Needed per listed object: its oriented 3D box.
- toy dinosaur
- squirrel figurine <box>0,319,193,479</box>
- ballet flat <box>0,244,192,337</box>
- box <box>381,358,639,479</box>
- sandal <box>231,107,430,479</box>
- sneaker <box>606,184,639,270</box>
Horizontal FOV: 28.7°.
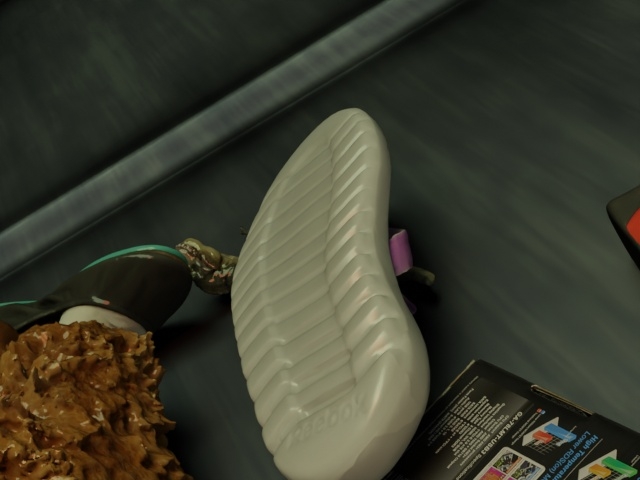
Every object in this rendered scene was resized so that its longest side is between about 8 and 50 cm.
[{"bbox_3d":[0.000,0.000,1.085,0.268,0.064,0.118,-2,50,35],"label":"toy dinosaur"},{"bbox_3d":[-0.280,0.157,0.851,0.396,0.281,0.370,-5,0,-3],"label":"squirrel figurine"},{"bbox_3d":[-0.224,0.089,1.139,0.280,0.095,0.096,-21,47,38],"label":"ballet flat"},{"bbox_3d":[0.097,0.226,0.675,0.295,0.073,0.293,-44,34,-17],"label":"box"},{"bbox_3d":[0.017,0.048,0.929,0.169,0.102,0.416,-42,26,23],"label":"sandal"},{"bbox_3d":[0.289,0.013,0.774,0.145,0.090,0.270,-32,29,7],"label":"sneaker"}]
